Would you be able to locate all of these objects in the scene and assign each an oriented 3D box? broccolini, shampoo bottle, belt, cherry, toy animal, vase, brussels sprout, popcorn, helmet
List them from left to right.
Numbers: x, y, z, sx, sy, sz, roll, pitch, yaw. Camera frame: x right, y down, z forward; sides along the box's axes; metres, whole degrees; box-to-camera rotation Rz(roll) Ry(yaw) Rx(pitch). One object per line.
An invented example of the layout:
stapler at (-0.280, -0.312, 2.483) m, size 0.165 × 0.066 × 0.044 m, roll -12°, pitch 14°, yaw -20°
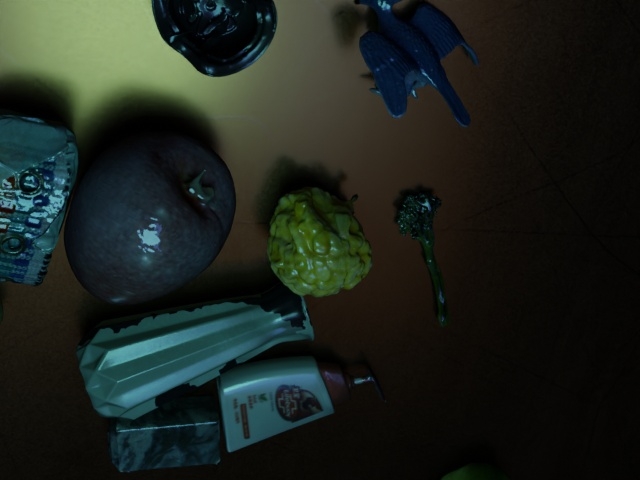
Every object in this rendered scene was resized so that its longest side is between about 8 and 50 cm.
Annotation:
belt at (-0.429, -0.061, 1.545) m, size 0.150 × 0.207 × 0.257 m, roll 12°, pitch 120°, yaw -20°
cherry at (-0.251, -0.028, 1.577) m, size 0.221 × 0.261 × 0.307 m, roll 41°, pitch 128°, yaw -6°
vase at (-0.196, 0.161, 1.737) m, size 0.360 × 0.165 × 0.165 m, roll -19°, pitch 117°, yaw -8°
helmet at (-0.145, -0.322, 1.541) m, size 0.153 × 0.107 × 0.177 m, roll -40°, pitch 97°, yaw 11°
shampoo bottle at (-0.031, 0.262, 1.855) m, size 0.284 × 0.071 × 0.153 m, roll -10°, pitch 118°, yaw -6°
popcorn at (0.000, 0.000, 1.689) m, size 0.170 × 0.180 × 0.180 m, roll -34°, pitch 117°, yaw 7°
toy animal at (0.130, -0.273, 1.594) m, size 0.255 × 0.239 × 0.176 m, roll 38°, pitch 141°, yaw 16°
broccolini at (0.182, 0.038, 1.807) m, size 0.071 × 0.057 × 0.254 m, roll 2°, pitch 120°, yaw 35°
brussels sprout at (0.287, 0.479, 1.988) m, size 0.117 × 0.155 × 0.155 m, roll 27°, pitch 107°, yaw -23°

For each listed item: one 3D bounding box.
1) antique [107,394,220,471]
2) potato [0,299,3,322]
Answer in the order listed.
antique at (-0.262, 0.321, 1.827) m, size 0.183 × 0.086 × 0.088 m, roll -3°, pitch 115°, yaw -10°
potato at (-0.555, 0.069, 1.642) m, size 0.085 × 0.105 × 0.188 m, roll -32°, pitch 106°, yaw 24°
